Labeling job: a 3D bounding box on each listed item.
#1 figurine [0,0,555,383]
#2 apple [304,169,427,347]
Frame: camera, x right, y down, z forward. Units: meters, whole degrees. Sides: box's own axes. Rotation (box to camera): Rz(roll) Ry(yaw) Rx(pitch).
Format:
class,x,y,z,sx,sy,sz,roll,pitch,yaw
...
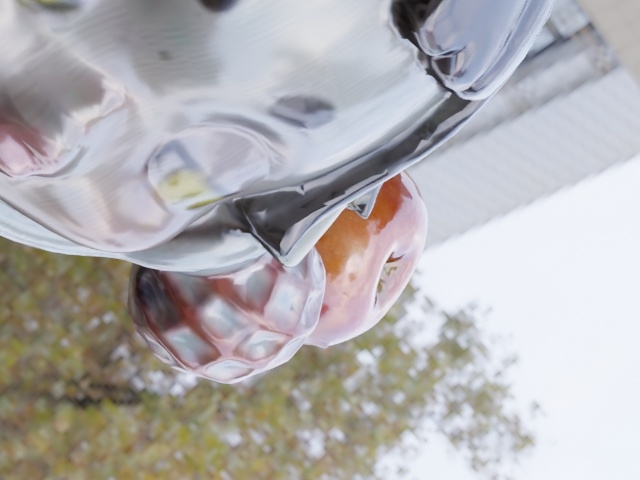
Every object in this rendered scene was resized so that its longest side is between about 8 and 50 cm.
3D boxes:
class,x,y,z,sx,sy,sz,roll,pitch,yaw
figurine,-0.095,-0.065,0.448,0.370,0.281,0.167,-21,-135,15
apple,0.000,0.000,1.272,0.139,0.163,0.163,19,-124,27
